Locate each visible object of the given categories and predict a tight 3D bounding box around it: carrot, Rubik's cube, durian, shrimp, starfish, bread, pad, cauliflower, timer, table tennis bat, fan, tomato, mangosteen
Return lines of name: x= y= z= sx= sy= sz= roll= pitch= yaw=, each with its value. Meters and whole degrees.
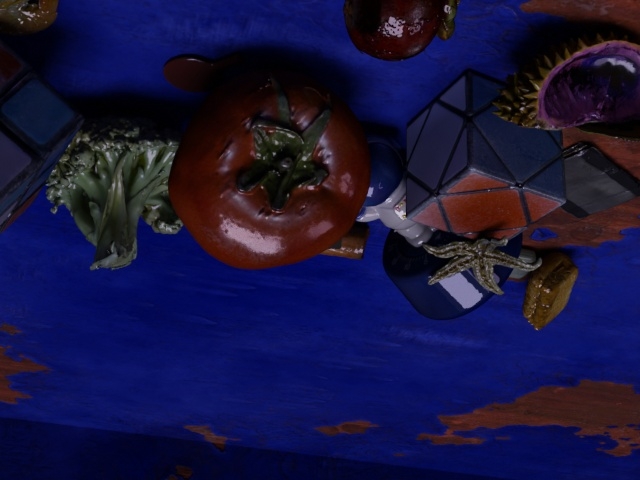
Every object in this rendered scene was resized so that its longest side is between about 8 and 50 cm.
carrot: x=0.000 y=0.000 z=2.346 sx=0.205 sy=0.072 sz=0.072 roll=3 pitch=152 yaw=12
Rubik's cube: x=-0.640 y=-0.140 z=1.743 sx=0.359 sy=0.363 sz=0.362 roll=39 pitch=145 yaw=-7
durian: x=0.397 y=-0.251 z=1.779 sx=0.261 sy=0.153 sz=0.186 roll=-9 pitch=-174 yaw=-35
shrimp: x=-0.448 y=-0.378 z=1.705 sx=0.115 sy=0.051 sz=0.217 roll=19 pitch=147 yaw=-38
starfish: x=0.289 y=0.045 z=1.979 sx=0.208 sy=0.053 sz=0.176 roll=-6 pitch=135 yaw=27
bread: x=0.502 y=0.110 z=2.448 sx=0.083 sy=0.114 sz=0.211 roll=39 pitch=157 yaw=23
pad: x=0.506 y=-0.109 z=2.144 sx=0.174 sy=0.022 sz=0.233 roll=-23 pitch=143 yaw=38
Rubik's cube: x=0.282 y=-0.137 z=1.924 sx=0.205 sy=0.205 sz=0.207 roll=16 pitch=150 yaw=-22
cauliflower: x=-0.358 y=-0.087 z=2.005 sx=0.327 sy=0.281 sz=0.260 roll=-12 pitch=176 yaw=35
timer: x=0.166 y=-0.055 z=2.077 sx=0.270 sy=0.270 sz=0.383 roll=-24 pitch=128 yaw=39
table tennis bat: x=-0.197 y=-0.288 z=1.880 sx=0.155 sy=0.019 sz=0.098 roll=-13 pitch=147 yaw=31
fan: x=0.543 y=-0.196 z=1.822 sx=0.335 sy=0.229 sz=0.011 roll=0 pitch=112 yaw=-2
tomato: x=-0.094 y=-0.120 z=1.873 sx=0.341 sy=0.341 sz=0.273 roll=12 pitch=177 yaw=-16
mangosteen: x=0.124 y=-0.346 z=1.622 sx=0.180 sy=0.166 sz=0.166 roll=-17 pitch=157 yaw=-20

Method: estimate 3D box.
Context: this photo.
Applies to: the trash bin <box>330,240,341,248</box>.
trash bin: x=-0.077 y=-0.072 z=2.122 sx=0.241 sy=0.164 sz=0.122 roll=1 pitch=152 yaw=-3

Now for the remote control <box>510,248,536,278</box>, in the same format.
remote control: x=0.346 y=0.034 z=2.399 sx=0.234 sy=0.038 sz=0.098 roll=10 pitch=150 yaw=-11
